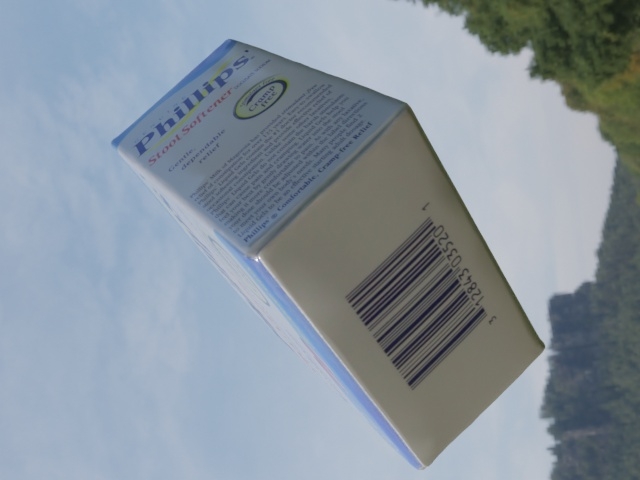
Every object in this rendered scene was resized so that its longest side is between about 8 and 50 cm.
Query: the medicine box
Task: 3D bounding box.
[{"bbox_3d":[0.000,0.000,0.732,0.149,0.289,0.263,-43,-55,-10],"label":"medicine box"}]
